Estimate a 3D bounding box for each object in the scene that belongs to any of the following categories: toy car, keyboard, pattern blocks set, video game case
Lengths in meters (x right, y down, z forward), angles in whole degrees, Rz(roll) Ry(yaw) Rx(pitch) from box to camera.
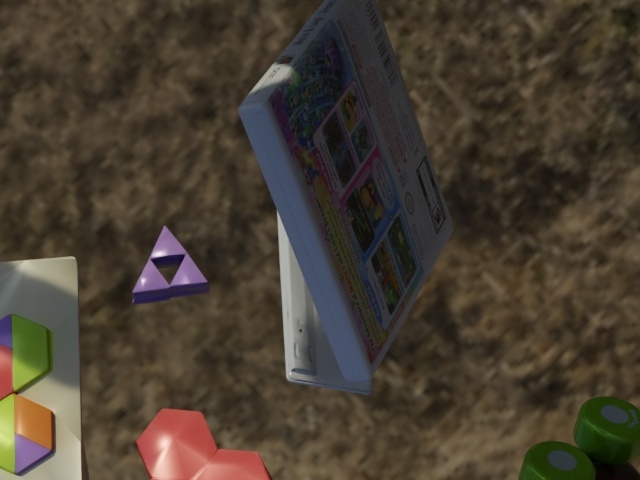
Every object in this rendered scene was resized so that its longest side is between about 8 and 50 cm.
[{"bbox_3d":[0.231,0.232,1.301,0.188,0.149,0.155,30,127,26],"label":"toy car"},{"bbox_3d":[0.000,0.000,1.426,0.072,0.256,0.014,15,145,-29],"label":"keyboard"},{"bbox_3d":[-0.211,0.086,0.986,0.026,0.325,0.285,80,170,-67],"label":"pattern blocks set"},{"bbox_3d":[0.017,-0.033,0.914,0.019,0.143,0.157,-6,120,28],"label":"video game case"}]
